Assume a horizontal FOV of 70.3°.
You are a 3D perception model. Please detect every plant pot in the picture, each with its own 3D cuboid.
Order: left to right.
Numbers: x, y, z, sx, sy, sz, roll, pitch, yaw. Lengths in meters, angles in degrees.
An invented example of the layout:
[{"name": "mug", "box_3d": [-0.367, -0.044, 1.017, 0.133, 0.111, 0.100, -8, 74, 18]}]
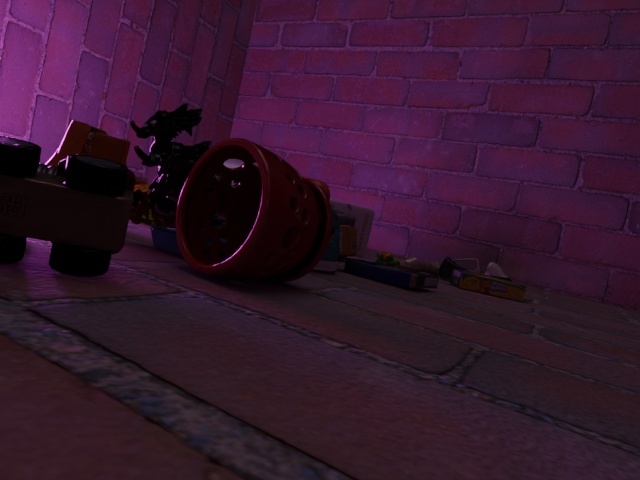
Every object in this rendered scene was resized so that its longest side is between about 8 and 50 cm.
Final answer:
[{"name": "plant pot", "box_3d": [-0.086, -0.033, 0.669, 0.191, 0.191, 0.174, 14, -2, 42]}]

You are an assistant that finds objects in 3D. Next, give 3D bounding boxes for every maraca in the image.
[{"name": "maraca", "box_3d": [-0.484, -0.092, 1.284, 0.127, 0.099, 0.186, 5, 33, -48]}]

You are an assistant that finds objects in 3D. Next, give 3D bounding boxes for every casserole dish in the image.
[{"name": "casserole dish", "box_3d": [-0.219, 0.010, 0.800, 0.188, 0.037, 0.114, 15, 3, 36]}]

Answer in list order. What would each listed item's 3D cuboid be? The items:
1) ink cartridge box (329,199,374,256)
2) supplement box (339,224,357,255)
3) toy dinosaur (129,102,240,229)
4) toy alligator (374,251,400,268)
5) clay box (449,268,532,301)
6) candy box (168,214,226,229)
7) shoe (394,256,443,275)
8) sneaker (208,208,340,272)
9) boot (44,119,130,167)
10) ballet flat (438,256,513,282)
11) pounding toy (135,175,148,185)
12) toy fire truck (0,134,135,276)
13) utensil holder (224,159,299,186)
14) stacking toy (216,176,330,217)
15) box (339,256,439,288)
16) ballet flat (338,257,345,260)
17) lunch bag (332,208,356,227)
[{"name": "ink cartridge box", "box_3d": [0.060, -0.060, 1.905, 0.282, 0.208, 0.117, 12, 4, -16]}, {"name": "supplement box", "box_3d": [-0.028, -0.001, 1.141, 0.233, 0.081, 0.078, 4, -1, 18]}, {"name": "toy dinosaur", "box_3d": [-0.241, -0.088, 0.779, 0.164, 0.219, 0.321, 40, 48, 25]}, {"name": "toy alligator", "box_3d": [0.195, 0.070, 1.430, 0.051, 0.056, 0.189, -29, 10, -9]}, {"name": "clay box", "box_3d": [0.524, 0.138, 1.397, 0.221, 0.053, 0.127, 11, 3, 2]}, {"name": "candy box", "box_3d": [-0.246, -0.024, 1.055, 0.159, 0.071, 0.233, 12, 1, -33]}, {"name": "shoe", "box_3d": [0.364, 0.088, 1.696, 0.218, 0.059, 0.076, 12, 2, -11]}, {"name": "sneaker", "box_3d": [-0.076, -0.038, 0.945, 0.295, 0.179, 0.123, 10, 3, -32]}, {"name": "boot", "box_3d": [-0.569, -0.162, 1.000, 0.294, 0.212, 0.104, 12, 1, 3]}, {"name": "ballet flat", "box_3d": [0.546, 0.114, 1.549, 0.280, 0.096, 0.095, 13, 2, 19]}, {"name": "pounding toy", "box_3d": [-0.646, -0.182, 1.477, 0.094, 0.181, 0.206, 12, 2, 5]}, {"name": "toy fire truck", "box_3d": [-0.339, -0.046, 0.527, 0.216, 0.159, 0.246, 11, 13, -24]}, {"name": "utensil holder", "box_3d": [-0.320, -0.202, 2.102, 0.384, 0.328, 0.327, 8, 3, -20]}, {"name": "stacking toy", "box_3d": [-0.140, -0.116, 1.184, 0.279, 0.131, 0.308, 1, -10, 38]}, {"name": "box", "box_3d": [0.155, 0.078, 1.100, 0.225, 0.037, 0.136, 12, 2, 36]}, {"name": "ballet flat", "box_3d": [0.000, 0.000, 1.348, 0.107, 0.106, 0.316, 13, 3, 23]}, {"name": "lunch bag", "box_3d": [-0.040, -0.049, 1.613, 0.235, 0.169, 0.287, 11, 7, -17]}]
